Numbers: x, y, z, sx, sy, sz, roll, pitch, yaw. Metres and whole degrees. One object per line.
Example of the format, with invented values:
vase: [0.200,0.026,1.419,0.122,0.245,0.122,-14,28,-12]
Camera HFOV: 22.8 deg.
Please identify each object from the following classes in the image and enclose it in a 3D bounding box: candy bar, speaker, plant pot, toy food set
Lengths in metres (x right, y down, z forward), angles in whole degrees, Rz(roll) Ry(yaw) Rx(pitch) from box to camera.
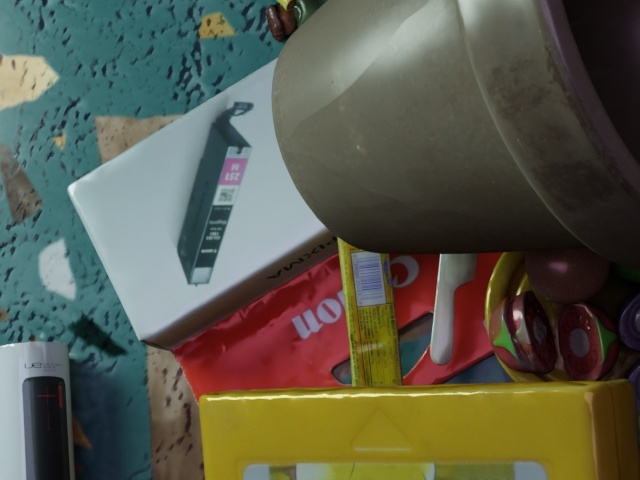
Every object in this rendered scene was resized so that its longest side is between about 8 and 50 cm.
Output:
candy bar: [0.034,0.058,1.032,0.040,0.018,0.161,-6,98,1]
speaker: [-0.196,0.138,1.083,0.055,0.055,0.136,-8,76,13]
plant pot: [0.102,-0.089,0.903,0.229,0.263,0.263,-20,72,36]
toy food set: [0.173,0.042,0.977,0.218,0.071,0.128,14,80,3]

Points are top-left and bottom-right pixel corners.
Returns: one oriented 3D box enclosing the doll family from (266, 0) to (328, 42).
doll family: [-0.025,-0.226,1.113,0.111,0.076,0.193,-18,69,14]

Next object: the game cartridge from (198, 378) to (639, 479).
game cartridge: [0.056,0.245,0.923,0.285,0.052,0.324,-6,86,35]

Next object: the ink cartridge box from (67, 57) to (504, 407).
ink cartridge box: [0.000,0.000,1.062,0.275,0.060,0.239,-31,71,6]
